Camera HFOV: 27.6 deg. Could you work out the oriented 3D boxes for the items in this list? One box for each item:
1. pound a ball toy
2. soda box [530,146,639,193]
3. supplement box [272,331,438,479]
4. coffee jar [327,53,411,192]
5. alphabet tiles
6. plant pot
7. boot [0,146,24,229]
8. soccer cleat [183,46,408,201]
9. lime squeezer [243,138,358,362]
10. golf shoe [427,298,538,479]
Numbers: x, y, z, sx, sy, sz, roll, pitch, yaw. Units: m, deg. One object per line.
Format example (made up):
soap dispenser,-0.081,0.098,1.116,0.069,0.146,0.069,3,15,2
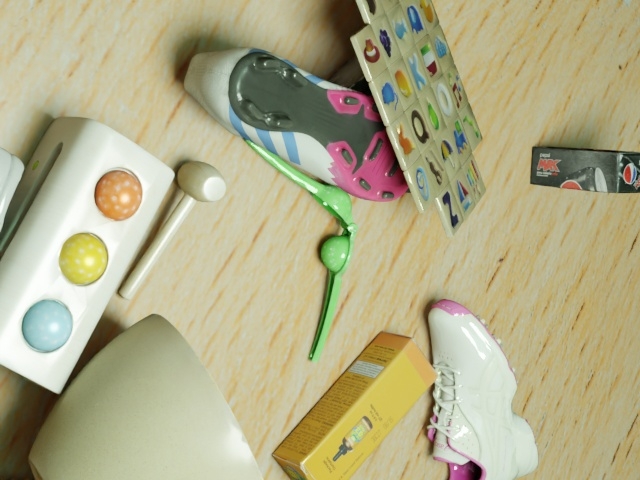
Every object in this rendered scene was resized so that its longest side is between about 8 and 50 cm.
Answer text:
pound a ball toy,-0.238,0.013,1.431,0.208,0.135,0.319,36,75,-34
soda box,0.376,-0.101,1.848,0.053,0.169,0.060,-1,97,-35
supplement box,0.046,0.227,1.705,0.233,0.080,0.078,-46,119,-25
coffee jar,0.091,-0.154,1.687,0.096,0.079,0.184,-43,119,-18
alphabet tiles,0.128,-0.187,1.649,0.343,0.011,0.285,68,28,-15
plant pot,-0.201,0.247,1.413,0.191,0.284,0.284,-27,111,-20
boot,-0.398,0.005,1.339,0.123,0.095,0.258,33,82,-40
soccer cleat,-0.020,-0.147,1.572,0.331,0.143,0.116,28,83,-42
lime squeezer,0.000,0.000,1.655,0.110,0.059,0.310,-27,112,-31
golf shoe,0.202,0.229,1.801,0.140,0.115,0.306,-34,113,-25
